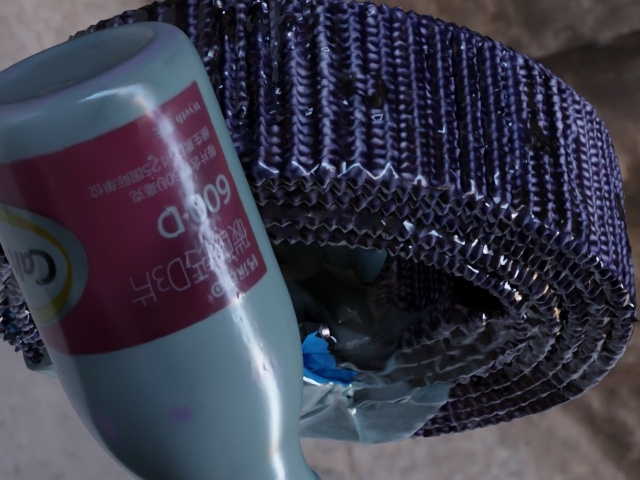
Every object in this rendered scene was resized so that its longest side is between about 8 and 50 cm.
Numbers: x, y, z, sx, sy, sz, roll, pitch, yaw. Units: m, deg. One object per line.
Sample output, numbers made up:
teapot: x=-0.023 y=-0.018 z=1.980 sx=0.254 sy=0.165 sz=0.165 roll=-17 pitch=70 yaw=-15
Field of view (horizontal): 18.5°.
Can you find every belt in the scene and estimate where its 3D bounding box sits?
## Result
belt: x=0.000 y=0.000 z=0.902 sx=0.325 sy=0.260 sz=0.122 roll=21 pitch=54 yaw=-41

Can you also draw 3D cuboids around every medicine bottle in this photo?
medicine bottle: x=-0.054 y=0.034 z=0.719 sx=0.090 sy=0.090 sz=0.217 roll=-48 pitch=124 yaw=-53
